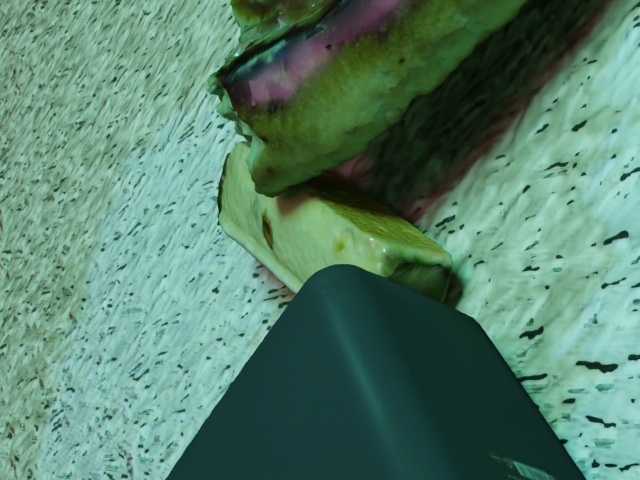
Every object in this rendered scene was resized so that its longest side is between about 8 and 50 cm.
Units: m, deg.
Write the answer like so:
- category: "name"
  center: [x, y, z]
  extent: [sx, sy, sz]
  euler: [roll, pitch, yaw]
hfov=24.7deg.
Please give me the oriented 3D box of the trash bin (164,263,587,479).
- category: "trash bin"
  center: [0.027, 0.136, 0.540]
  extent: [0.165, 0.115, 0.225]
  euler: [-56, 28, 20]

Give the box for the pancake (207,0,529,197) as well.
- category: "pancake"
  center: [0.069, -0.233, 0.719]
  extent: [0.427, 0.067, 0.305]
  euler: [-48, 38, 13]

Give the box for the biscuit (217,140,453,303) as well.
- category: "biscuit"
  center: [0.000, 0.000, 0.726]
  extent: [0.188, 0.052, 0.056]
  euler: [38, 114, 60]
